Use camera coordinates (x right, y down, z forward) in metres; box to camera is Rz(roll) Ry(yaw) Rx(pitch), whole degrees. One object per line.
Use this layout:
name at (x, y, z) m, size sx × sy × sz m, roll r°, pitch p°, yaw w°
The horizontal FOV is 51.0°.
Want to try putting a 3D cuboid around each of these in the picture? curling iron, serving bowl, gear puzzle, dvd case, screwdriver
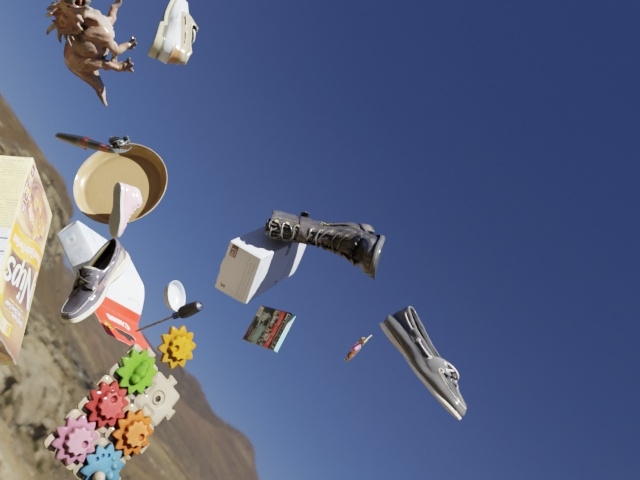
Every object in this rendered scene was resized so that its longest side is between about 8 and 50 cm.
curling iron at (-0.568, -0.243, 1.663) m, size 0.274 × 0.068 × 0.035 m, roll 10°, pitch -65°, yaw 33°
serving bowl at (-0.397, 0.150, 1.804) m, size 0.027 × 0.083 × 0.083 m, roll -7°, pitch -57°, yaw 20°
gear puzzle at (-0.336, 0.299, 1.252) m, size 0.044 × 0.339 × 0.175 m, roll -1°, pitch -51°, yaw 42°
dvd case at (-0.110, 0.186, 1.428) m, size 0.119 × 0.087 × 0.013 m, roll 7°, pitch -26°, yaw 49°
screwdriver at (-0.282, 0.144, 1.243) m, size 0.170 × 0.025 × 0.024 m, roll -22°, pitch -86°, yaw 32°

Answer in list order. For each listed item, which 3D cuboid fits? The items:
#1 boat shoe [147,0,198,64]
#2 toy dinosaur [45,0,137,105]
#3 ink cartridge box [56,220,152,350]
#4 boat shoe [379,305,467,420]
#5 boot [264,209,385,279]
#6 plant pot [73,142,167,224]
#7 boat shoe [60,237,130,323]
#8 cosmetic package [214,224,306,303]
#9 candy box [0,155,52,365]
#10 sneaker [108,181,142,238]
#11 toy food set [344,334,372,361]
boat shoe at (-0.398, -0.577, 1.858) m, size 0.103 × 0.302 × 0.113 m, roll 23°, pitch -47°, yaw -21°
toy dinosaur at (-0.549, -0.458, 1.564) m, size 0.127 × 0.200 × 0.295 m, roll 50°, pitch -43°, yaw 29°
ink cartridge box at (-0.628, 0.152, 2.070) m, size 0.385 × 0.091 × 0.308 m, roll 53°, pitch -2°, yaw 26°
boat shoe at (0.251, 0.268, 1.559) m, size 0.112 × 0.095 × 0.335 m, roll 49°, pitch 1°, yaw -40°
boot at (0.000, 0.000, 1.353) m, size 0.263 × 0.229 × 0.091 m, roll -119°, pitch -139°, yaw -76°
plant pot at (-0.500, -0.138, 1.693) m, size 0.236 × 0.236 × 0.032 m, roll 46°, pitch -17°, yaw 21°
boat shoe at (-0.625, 0.105, 1.836) m, size 0.103 × 0.285 × 0.092 m, roll 4°, pitch -49°, yaw 25°
cosmetic package at (-0.120, 0.039, 1.440) m, size 0.086 × 0.231 × 0.117 m, roll 28°, pitch -66°, yaw 14°
candy box at (-0.548, 0.033, 1.151) m, size 0.183 × 0.088 × 0.316 m, roll 105°, pitch -14°, yaw -57°
sneaker at (-0.464, -0.069, 1.614) m, size 0.051 × 0.070 × 0.134 m, roll 4°, pitch -93°, yaw 39°
toy food set at (0.107, 0.330, 2.051) m, size 0.019 × 0.078 × 0.122 m, roll 44°, pitch -58°, yaw 12°
